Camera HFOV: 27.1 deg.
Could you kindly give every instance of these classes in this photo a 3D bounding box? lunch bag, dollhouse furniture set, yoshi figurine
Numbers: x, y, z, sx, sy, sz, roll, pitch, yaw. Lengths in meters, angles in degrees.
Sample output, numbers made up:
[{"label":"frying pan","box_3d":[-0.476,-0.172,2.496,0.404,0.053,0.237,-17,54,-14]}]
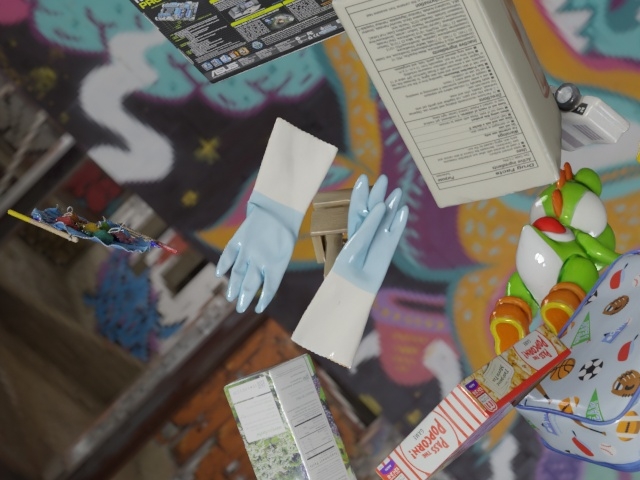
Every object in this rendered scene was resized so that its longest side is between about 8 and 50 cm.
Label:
[{"label":"lunch bag","box_3d":[0.393,0.140,1.664,0.115,0.303,0.243,49,160,-19]},{"label":"dollhouse furniture set","box_3d":[0.062,0.000,1.963,0.144,0.123,0.151,-86,-14,-54]},{"label":"yoshi figurine","box_3d":[0.380,0.045,2.028,0.204,0.203,0.362,24,-134,2]}]

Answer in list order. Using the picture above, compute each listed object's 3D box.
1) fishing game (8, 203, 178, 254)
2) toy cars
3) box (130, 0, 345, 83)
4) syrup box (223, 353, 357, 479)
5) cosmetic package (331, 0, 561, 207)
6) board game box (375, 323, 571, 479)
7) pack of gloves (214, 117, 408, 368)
[{"label":"fishing game","box_3d":[-0.343,-0.024,2.013,0.189,0.041,0.264,22,-173,33]},{"label":"toy cars","box_3d":[0.396,-0.111,1.733,0.394,0.087,0.176,26,178,9]},{"label":"box","box_3d":[-0.094,-0.332,1.760,0.216,0.270,0.060,44,-142,-43]},{"label":"syrup box","box_3d":[-0.034,0.288,1.831,0.096,0.093,0.236,-18,-94,-52]},{"label":"cosmetic package","box_3d":[0.146,-0.194,1.449,0.296,0.153,0.129,60,-151,-35]},{"label":"board game box","box_3d":[0.155,0.170,1.339,0.045,0.146,0.193,48,-145,13]},{"label":"pack of gloves","box_3d":[0.000,0.000,1.505,0.195,0.232,0.046,28,162,-19]}]
